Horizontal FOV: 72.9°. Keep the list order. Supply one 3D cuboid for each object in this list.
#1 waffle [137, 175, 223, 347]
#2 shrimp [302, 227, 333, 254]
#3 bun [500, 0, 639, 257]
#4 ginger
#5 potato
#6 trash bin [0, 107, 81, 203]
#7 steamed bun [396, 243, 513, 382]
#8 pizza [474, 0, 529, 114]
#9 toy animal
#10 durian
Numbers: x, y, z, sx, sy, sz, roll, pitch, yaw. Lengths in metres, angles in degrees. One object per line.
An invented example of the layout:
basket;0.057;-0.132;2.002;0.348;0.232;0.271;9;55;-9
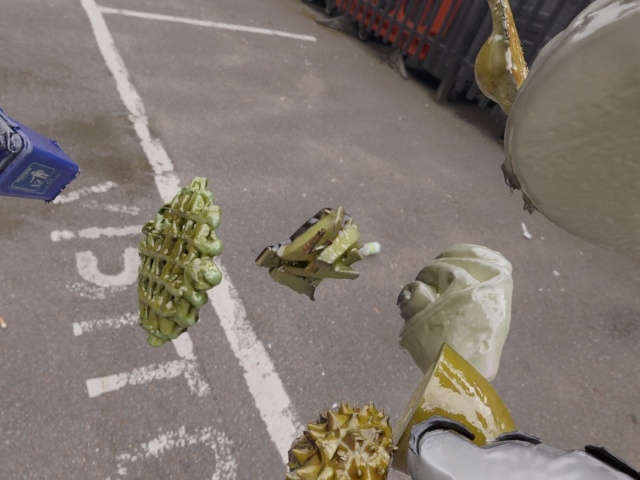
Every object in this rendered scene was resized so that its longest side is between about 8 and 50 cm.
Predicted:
waffle;-0.285;0.039;0.842;0.073;0.317;0.297;12;47;-40
shrimp;0.000;0.000;1.200;0.091;0.127;0.025;-11;63;-29
bun;0.304;-0.119;0.355;0.263;0.263;0.175;27;62;8
ginger;0.000;0.086;1.446;0.359;0.413;0.211;-29;58;-6
potato;0.193;0.273;0.611;0.158;0.203;0.178;32;7;16
trash bin;-0.642;-0.176;0.892;0.184;0.162;0.234;43;0;5
steamed bun;0.307;0.177;1.047;0.248;0.351;0.339;9;-10;14
pizza;0.321;-0.342;0.792;0.081;0.204;0.188;-9;41;37
toy animal;0.219;0.352;0.441;0.194;0.357;0.258;-28;38;-14
durian;0.009;0.315;0.643;0.112;0.341;0.191;24;79;-1
